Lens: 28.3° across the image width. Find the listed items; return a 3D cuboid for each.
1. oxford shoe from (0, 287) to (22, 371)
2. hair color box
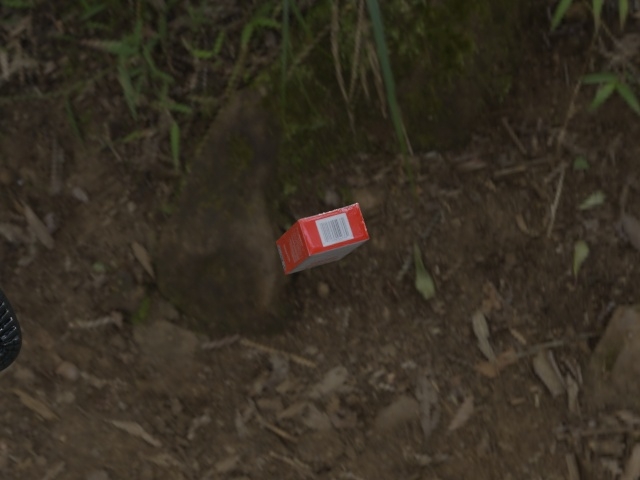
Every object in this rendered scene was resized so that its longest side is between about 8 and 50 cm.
[{"bbox_3d":[-0.355,0.033,1.136,0.083,0.227,0.096,-47,32,-14],"label":"oxford shoe"},{"bbox_3d":[0.000,0.000,1.399,0.072,0.141,0.043,-16,83,-15],"label":"hair color box"}]
